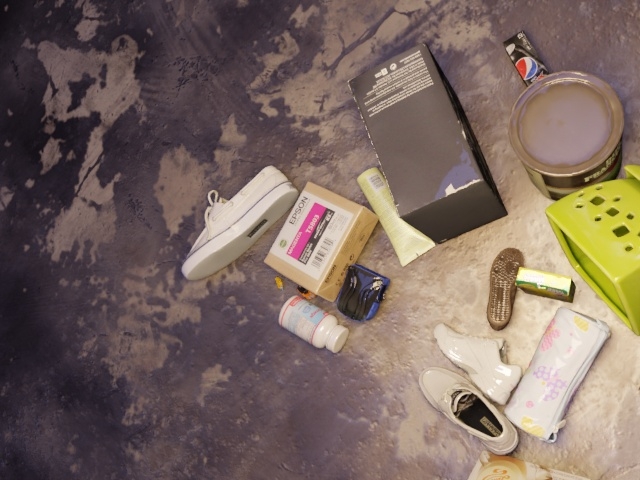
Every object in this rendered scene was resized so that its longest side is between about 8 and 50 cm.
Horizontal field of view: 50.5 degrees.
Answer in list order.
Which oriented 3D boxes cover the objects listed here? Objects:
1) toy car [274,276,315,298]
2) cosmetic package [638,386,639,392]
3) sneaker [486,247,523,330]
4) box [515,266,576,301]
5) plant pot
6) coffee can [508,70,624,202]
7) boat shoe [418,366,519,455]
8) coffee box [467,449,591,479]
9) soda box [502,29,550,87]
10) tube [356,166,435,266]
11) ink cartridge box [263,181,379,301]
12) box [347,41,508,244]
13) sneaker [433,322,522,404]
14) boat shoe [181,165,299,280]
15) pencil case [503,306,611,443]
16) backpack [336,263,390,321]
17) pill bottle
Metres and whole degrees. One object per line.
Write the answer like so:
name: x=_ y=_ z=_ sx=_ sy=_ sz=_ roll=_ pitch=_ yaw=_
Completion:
toy car: x=-0.054 y=0.115 z=1.702 sx=0.122 sy=0.060 sz=0.041 roll=20 pitch=134 yaw=41
cosmetic package: x=0.722 y=0.220 z=1.304 sx=0.117 sy=0.085 sz=0.231 roll=28 pitch=92 yaw=26
sneaker: x=0.397 y=0.107 z=1.482 sx=0.066 sy=0.071 sz=0.188 roll=14 pitch=65 yaw=17
box: x=0.461 y=0.091 z=1.388 sx=0.105 sy=0.179 sz=0.043 roll=12 pitch=86 yaw=24
plant pot: x=0.600 y=0.005 z=1.291 sx=0.207 sy=0.227 sz=0.228 roll=-35 pitch=44 yaw=8
coffee can: x=0.500 y=-0.196 z=1.365 sx=0.201 sy=0.275 sz=0.202 roll=-4 pitch=80 yaw=23
boat shoe: x=0.298 y=0.344 z=1.428 sx=0.096 sy=0.088 sz=0.267 roll=-43 pitch=44 yaw=-4
coffee box: x=0.403 y=0.511 z=1.304 sx=0.246 sy=0.098 sz=0.141 roll=-2 pitch=44 yaw=53
soda box: x=0.475 y=-0.384 z=1.526 sx=0.053 sy=0.060 sz=0.169 roll=-30 pitch=71 yaw=18
tube: x=0.170 y=-0.061 z=1.614 sx=0.240 sy=0.062 sz=0.070 roll=59 pitch=147 yaw=16
ink cartridge box: x=0.000 y=0.000 z=1.628 sx=0.193 sy=0.088 sz=0.235 roll=27 pitch=88 yaw=37
box: x=0.239 y=-0.188 z=1.443 sx=0.178 sy=0.343 sz=0.313 roll=-23 pitch=73 yaw=18
sneaker: x=0.342 y=0.242 z=1.459 sx=0.115 sy=0.090 sz=0.232 roll=-47 pitch=51 yaw=1
boat shoe: x=-0.238 y=-0.061 z=1.748 sx=0.367 sy=0.136 sz=0.156 roll=-42 pitch=68 yaw=9
pencil case: x=0.480 y=0.271 z=1.379 sx=0.113 sy=0.124 sz=0.273 roll=26 pitch=91 yaw=-11
backpack: x=0.103 y=0.128 z=1.584 sx=0.098 sy=0.101 sz=0.120 roll=25 pitch=96 yaw=27
pill bottle: x=-0.015 y=0.204 z=1.631 sx=0.160 sy=0.087 sz=0.087 roll=27 pitch=93 yaw=25
